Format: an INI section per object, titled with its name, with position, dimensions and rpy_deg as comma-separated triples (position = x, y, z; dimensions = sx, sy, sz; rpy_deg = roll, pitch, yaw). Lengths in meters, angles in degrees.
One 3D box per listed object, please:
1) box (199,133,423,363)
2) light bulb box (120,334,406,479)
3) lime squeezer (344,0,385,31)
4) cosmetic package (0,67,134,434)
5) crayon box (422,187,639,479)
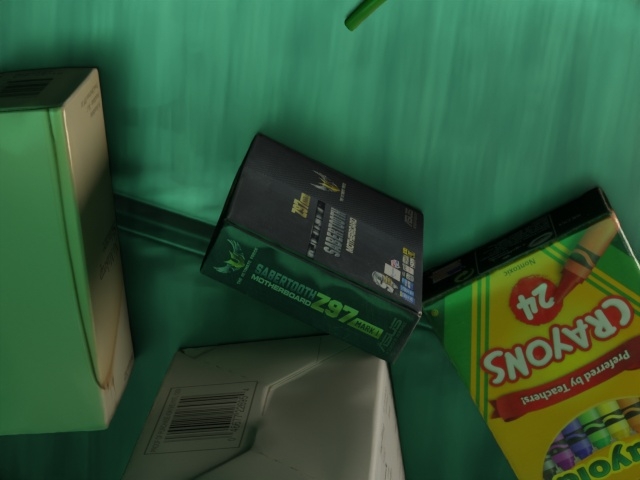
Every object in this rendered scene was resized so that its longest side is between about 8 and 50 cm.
[box]
position = 0.000, 0.000, 1.240
dimensions = 0.183, 0.232, 0.059
rpy_deg = 25, 112, -5
[light bulb box]
position = -0.028, 0.322, 1.293
dimensions = 0.225, 0.358, 0.361
rpy_deg = -6, 108, 7
[lime squeezer]
position = 0.167, -0.263, 1.241
dimensions = 0.310, 0.059, 0.110
rpy_deg = -8, 139, 4
[cosmetic package]
position = -0.256, 0.008, 1.297
dimensions = 0.113, 0.160, 0.309
rpy_deg = -4, 111, 4
[crayon box]
position = 0.256, 0.135, 1.356
dimensions = 0.202, 0.081, 0.318
rpy_deg = -27, 107, 12
